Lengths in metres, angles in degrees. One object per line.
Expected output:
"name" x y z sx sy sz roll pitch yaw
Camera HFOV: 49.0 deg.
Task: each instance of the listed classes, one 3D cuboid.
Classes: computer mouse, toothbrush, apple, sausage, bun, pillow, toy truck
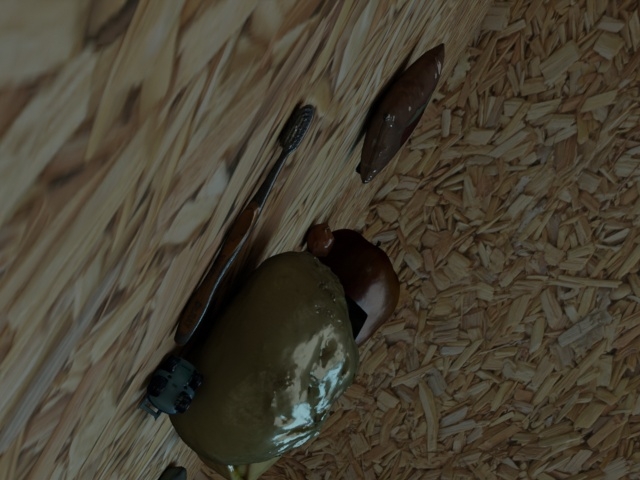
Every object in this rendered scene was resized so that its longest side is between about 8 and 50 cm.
"computer mouse" -0.417 0.710 1.903 0.197 0.095 0.331 -60 177 -22
"toothbrush" -0.089 -0.009 0.778 0.321 0.023 0.031 -60 168 19
"apple" 0.062 0.132 1.868 0.317 0.288 0.288 -55 176 -6
"sausage" 0.000 0.001 1.591 0.065 0.065 0.169 -57 176 -8
"bun" -0.072 0.187 1.039 0.326 0.234 0.362 -49 174 -39
"pillow" 0.155 -0.250 1.382 0.236 0.084 0.223 -58 175 -27
"toy truck" -0.195 0.192 0.889 0.090 0.056 0.073 -44 -167 45

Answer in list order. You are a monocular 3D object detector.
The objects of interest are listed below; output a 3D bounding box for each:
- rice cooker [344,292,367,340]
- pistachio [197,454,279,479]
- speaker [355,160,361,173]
"rice cooker" -0.040 0.207 1.589 0.267 0.224 0.267 -56 177 -4
"pistachio" -0.180 0.418 1.572 0.321 0.229 0.238 93 -11 -53
"speaker" 0.155 -0.243 1.733 0.191 0.040 0.046 -58 177 0
